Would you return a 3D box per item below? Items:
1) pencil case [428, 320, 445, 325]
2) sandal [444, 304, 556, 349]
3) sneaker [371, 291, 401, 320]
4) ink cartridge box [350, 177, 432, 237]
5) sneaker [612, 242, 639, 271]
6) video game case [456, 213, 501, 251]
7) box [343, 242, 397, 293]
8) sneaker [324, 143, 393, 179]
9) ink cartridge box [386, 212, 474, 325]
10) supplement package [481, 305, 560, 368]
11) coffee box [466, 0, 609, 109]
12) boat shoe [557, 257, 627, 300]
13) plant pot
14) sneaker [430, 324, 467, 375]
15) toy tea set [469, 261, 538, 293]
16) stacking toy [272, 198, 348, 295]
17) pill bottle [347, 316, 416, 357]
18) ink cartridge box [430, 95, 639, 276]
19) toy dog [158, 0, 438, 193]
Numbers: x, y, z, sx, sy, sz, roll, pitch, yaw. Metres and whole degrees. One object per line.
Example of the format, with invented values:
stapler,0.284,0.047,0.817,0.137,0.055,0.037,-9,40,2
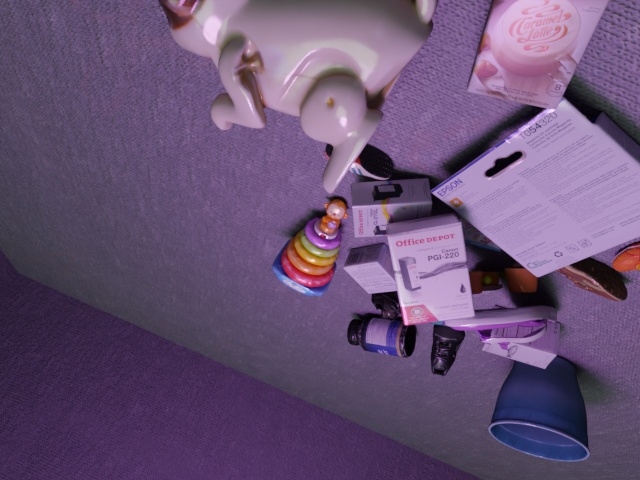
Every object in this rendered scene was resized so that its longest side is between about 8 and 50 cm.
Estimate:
pencil case,0.350,0.220,1.449,0.152,0.064,0.070,5,104,26
sandal,0.467,0.213,1.151,0.417,0.102,0.169,4,167,-39
sneaker,0.256,0.183,1.400,0.228,0.130,0.087,5,145,24
ink cartridge box,0.159,-0.072,1.088,0.175,0.072,0.127,-4,147,5
sneaker,0.687,0.039,0.966,0.064,0.067,0.175,36,148,-21
video game case,0.376,-0.039,1.102,0.119,0.015,0.166,14,147,15
box,0.162,0.084,1.366,0.126,0.072,0.137,-12,132,43
sneaker,0.083,-0.178,1.068,0.162,0.057,0.075,19,175,-7
ink cartridge box,0.240,0.062,1.037,0.159,0.092,0.217,-10,103,11
supplement package,0.568,0.275,1.349,0.180,0.105,0.105,15,147,15
coffee box,0.307,-0.322,0.658,0.141,0.098,0.246,16,147,13
boat shoe,0.615,0.083,1.085,0.178,0.064,0.060,32,153,0
plant pot,0.681,0.497,1.458,0.272,0.255,0.271,17,148,11
sneaker,0.413,0.357,1.550,0.107,0.124,0.283,11,145,20
toy tea set,0.363,0.067,1.183,0.337,0.124,0.200,-3,177,8
stacking toy,0.000,0.000,1.309,0.175,0.165,0.301,29,133,-1
pill bottle,0.210,0.331,1.648,0.220,0.122,0.122,2,141,31
ink cartridge box,0.446,-0.093,0.918,0.330,0.071,0.324,37,143,-11
toy dog,-0.064,-0.325,0.733,0.408,0.284,0.395,29,147,-4
